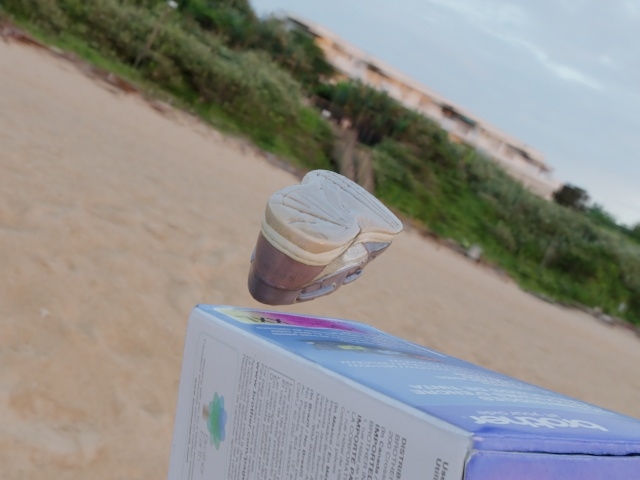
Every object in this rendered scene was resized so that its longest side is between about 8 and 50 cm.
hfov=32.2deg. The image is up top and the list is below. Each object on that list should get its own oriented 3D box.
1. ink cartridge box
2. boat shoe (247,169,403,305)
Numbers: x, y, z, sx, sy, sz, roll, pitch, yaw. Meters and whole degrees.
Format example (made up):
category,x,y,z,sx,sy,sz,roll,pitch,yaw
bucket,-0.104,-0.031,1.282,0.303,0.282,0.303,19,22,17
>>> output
category,x,y,z,sx,sy,sz,roll,pitch,yaw
ink cartridge box,0.043,0.198,0.557,0.151,0.270,0.395,7,3,-24
boat shoe,0.000,0.000,1.049,0.103,0.092,0.285,37,16,8
